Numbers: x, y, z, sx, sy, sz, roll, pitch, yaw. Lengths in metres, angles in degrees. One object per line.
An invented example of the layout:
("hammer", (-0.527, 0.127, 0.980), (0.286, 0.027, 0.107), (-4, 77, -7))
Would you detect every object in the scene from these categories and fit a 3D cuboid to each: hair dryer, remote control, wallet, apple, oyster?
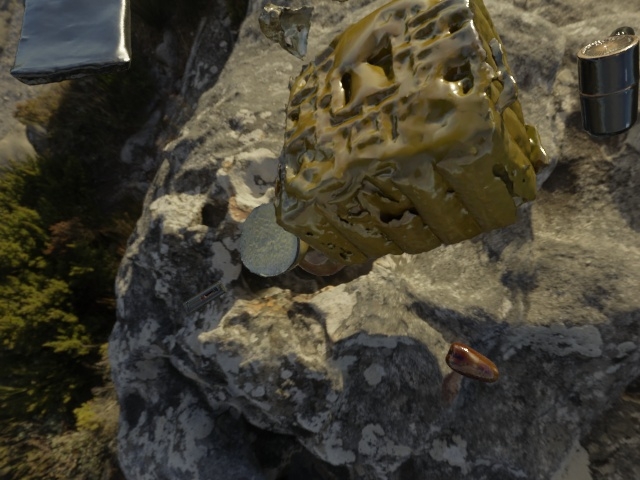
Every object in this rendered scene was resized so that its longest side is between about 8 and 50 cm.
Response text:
("hair dryer", (0.679, -0.400, 0.940), (0.107, 0.189, 0.352), (5, 44, 42))
("remote control", (-0.245, 0.119, 0.862), (0.091, 0.016, 0.034), (-32, 81, -12))
("wallet", (-0.344, -0.330, 0.579), (0.146, 0.030, 0.285), (-10, 65, -8))
("apple", (0.000, 0.000, 1.150), (0.174, 0.188, 0.188), (27, 90, 36))
("oyster", (-0.109, -0.672, 1.292), (0.107, 0.232, 0.161), (14, 103, 27))

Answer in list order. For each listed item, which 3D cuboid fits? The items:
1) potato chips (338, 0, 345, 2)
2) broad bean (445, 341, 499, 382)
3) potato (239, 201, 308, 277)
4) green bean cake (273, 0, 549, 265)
("potato chips", (0.164, -0.787, 1.236), (0.057, 0.080, 0.407), (36, 50, 14))
("broad bean", (0.452, 0.367, 1.215), (0.165, 0.114, 0.084), (27, 99, -19))
("potato", (-0.094, 0.006, 1.012), (0.202, 0.117, 0.182), (-3, 78, 39))
("green bean cake", (0.069, -0.110, 0.391), (0.224, 0.131, 0.230), (-19, 55, 34))
